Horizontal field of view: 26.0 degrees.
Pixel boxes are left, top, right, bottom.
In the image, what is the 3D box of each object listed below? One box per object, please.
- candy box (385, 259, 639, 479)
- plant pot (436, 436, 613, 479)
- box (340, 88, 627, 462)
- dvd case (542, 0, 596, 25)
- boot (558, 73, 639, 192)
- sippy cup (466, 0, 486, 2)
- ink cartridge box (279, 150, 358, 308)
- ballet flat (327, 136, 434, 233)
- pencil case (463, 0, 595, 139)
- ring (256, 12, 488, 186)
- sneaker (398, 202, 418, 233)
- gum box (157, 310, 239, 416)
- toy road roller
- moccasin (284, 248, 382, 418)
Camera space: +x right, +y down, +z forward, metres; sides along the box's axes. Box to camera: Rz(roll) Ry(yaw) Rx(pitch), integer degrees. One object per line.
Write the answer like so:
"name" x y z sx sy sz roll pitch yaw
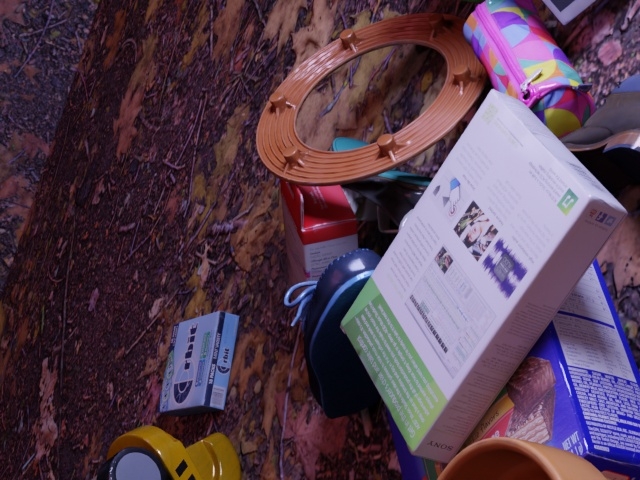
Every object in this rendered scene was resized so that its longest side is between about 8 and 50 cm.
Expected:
"candy box" 0.198 0.175 1.444 0.268 0.122 0.317 -51 33 34
"plant pot" 0.226 0.323 1.191 0.291 0.203 0.291 -35 50 57
"box" 0.154 0.034 1.422 0.322 0.058 0.232 -57 33 19
"dvd case" 0.262 -0.382 1.535 0.179 0.239 0.029 -38 4 36
"boot" 0.319 -0.115 1.470 0.106 0.082 0.219 -55 20 -13
"sippy cup" 0.193 -0.455 1.742 0.305 0.240 0.224 5 68 47
"ink cartridge box" 0.000 0.000 1.861 0.134 0.078 0.231 -115 17 -53
"ballet flat" 0.076 -0.064 1.863 0.280 0.095 0.096 -143 59 -62
"pencil case" 0.241 -0.201 1.616 0.104 0.104 0.236 -58 29 27
"ring" 0.062 -0.197 1.819 0.336 0.032 0.337 -18 38 15
"sneaker" 0.134 0.013 1.644 0.330 0.146 0.123 -44 40 46
"gum box" -0.203 0.206 2.286 0.184 0.041 0.157 -19 58 57
"toy road roller" -0.205 0.427 2.044 0.202 0.240 0.330 -41 78 46
"moccasin" 0.015 0.103 1.691 0.342 0.137 0.117 102 150 -56
